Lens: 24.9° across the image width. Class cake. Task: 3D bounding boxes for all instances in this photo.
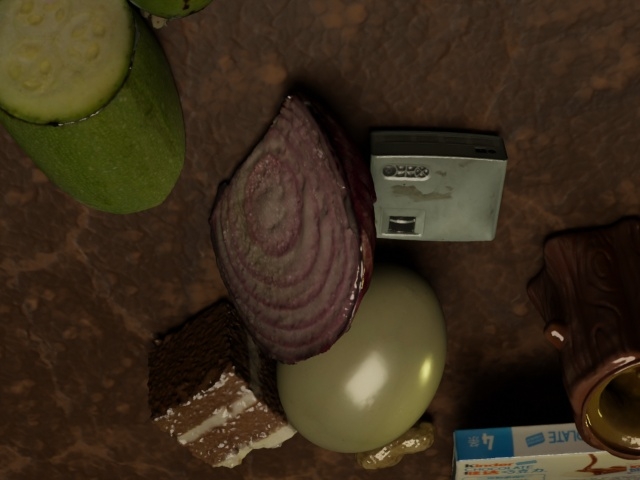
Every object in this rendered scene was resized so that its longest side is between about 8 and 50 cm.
[{"bbox_3d":[-0.114,0.177,1.731,0.135,0.134,0.147,-32,130,22],"label":"cake"}]

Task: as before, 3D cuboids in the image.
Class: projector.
[{"bbox_3d":[0.123,-0.061,1.588,0.147,0.061,0.115,2,126,-2],"label":"projector"}]

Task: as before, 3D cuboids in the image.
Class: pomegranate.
[{"bbox_3d":[-0.147,-0.263,1.411,0.114,0.114,0.142,14,153,-11],"label":"pomegranate"}]

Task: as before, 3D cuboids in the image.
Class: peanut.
[{"bbox_3d":[0.095,0.258,1.842,0.113,0.054,0.054,-25,124,17],"label":"peanut"}]

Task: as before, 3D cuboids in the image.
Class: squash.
[{"bbox_3d":[-0.245,-0.152,1.540,0.189,0.189,0.260,-10,163,7],"label":"squash"}]

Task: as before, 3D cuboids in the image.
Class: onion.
[{"bbox_3d":[0.000,0.000,1.558,0.111,0.247,0.250,-3,145,-41],"label":"onion"}]

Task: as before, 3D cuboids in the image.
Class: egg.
[{"bbox_3d":[0.049,0.133,1.659,0.186,0.186,0.241,17,117,-13],"label":"egg"}]

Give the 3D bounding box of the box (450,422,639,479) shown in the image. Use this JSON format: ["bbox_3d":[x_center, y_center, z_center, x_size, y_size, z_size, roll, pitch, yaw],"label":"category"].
[{"bbox_3d":[0.297,0.275,1.784,0.273,0.048,0.265,-3,159,2],"label":"box"}]

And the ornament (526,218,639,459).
[{"bbox_3d":[0.363,0.113,1.626,0.221,0.217,0.235,-33,121,23],"label":"ornament"}]
